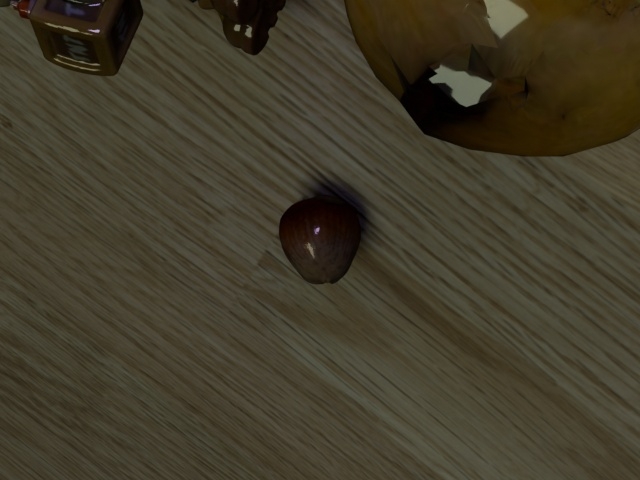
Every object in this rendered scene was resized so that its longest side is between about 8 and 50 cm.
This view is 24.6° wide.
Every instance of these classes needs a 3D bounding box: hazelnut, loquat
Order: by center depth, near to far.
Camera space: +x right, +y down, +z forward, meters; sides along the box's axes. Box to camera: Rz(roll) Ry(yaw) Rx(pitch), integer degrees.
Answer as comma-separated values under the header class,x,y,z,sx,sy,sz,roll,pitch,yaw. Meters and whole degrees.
class,x,y,z,sx,sy,sz,roll,pitch,yaw
loquat,0.128,-0.165,0.905,0.235,0.235,0.235,24,142,20
hazelnut,0.000,0.000,1.331,0.086,0.086,0.086,24,142,20

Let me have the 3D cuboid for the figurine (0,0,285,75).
class,x,y,z,sx,sy,sz,roll,pitch,yaw
figurine,-0.218,-0.243,1.171,0.382,0.186,0.261,22,153,12
